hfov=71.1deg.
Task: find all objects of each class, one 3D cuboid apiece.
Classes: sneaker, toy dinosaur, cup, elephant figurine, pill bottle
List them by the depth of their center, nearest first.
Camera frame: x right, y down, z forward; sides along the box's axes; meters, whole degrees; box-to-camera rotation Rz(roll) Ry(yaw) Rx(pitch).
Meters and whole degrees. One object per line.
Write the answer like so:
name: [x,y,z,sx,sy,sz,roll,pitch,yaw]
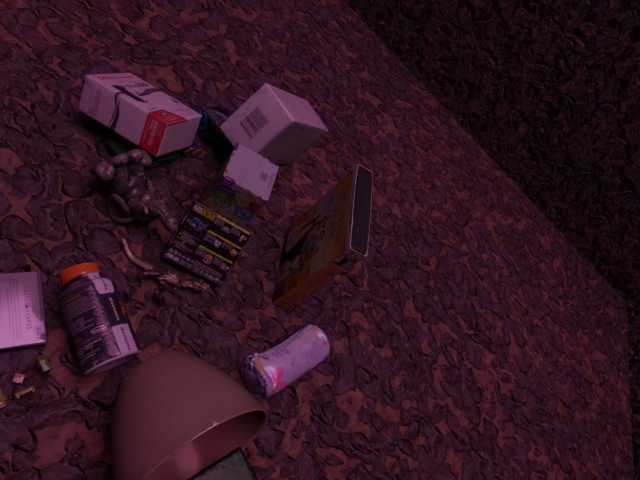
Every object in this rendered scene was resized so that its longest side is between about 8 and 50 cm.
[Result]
cup: [-0.317,0.387,0.991,0.331,0.331,0.237,-14,52,-42]
pill bottle: [-0.527,0.177,1.051,0.130,0.130,0.245,-16,75,-42]
toy dinosaur: [-0.439,0.099,1.217,0.268,0.064,0.118,32,33,-16]
elephant figurine: [-0.514,-0.118,1.238,0.169,0.186,0.239,-23,108,-10]
sneaker: [-0.289,-0.327,1.548,0.140,0.125,0.340,-31,87,-49]

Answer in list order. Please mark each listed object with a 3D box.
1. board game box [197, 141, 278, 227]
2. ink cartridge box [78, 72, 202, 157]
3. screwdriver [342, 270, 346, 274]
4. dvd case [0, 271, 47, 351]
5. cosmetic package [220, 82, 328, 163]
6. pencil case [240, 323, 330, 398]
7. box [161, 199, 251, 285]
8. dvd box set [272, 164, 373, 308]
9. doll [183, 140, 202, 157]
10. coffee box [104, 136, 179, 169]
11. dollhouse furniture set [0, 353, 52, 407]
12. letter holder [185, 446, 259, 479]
board game box: [-0.264,-0.136,1.342,0.142,0.275,0.144,28,50,-21]
ink cartridge box: [-0.526,-0.377,1.322,0.273,0.114,0.197,30,27,2]
screwdriver: [0.053,0.048,1.649,0.024,0.025,0.169,-12,73,-41]
dvd case: [-0.739,0.159,0.971,0.239,0.029,0.179,-1,65,-39]
cosmetic package: [-0.142,-0.382,1.535,0.156,0.217,0.385,55,21,4]
pencil case: [-0.097,0.343,1.291,0.273,0.113,0.124,-19,85,-43]
box: [-0.326,0.008,1.292,0.191,0.045,0.184,30,88,-21]
dvd box set: [0.000,0.000,1.362,0.062,0.420,0.307,26,52,-23]
doll: [-0.463,-0.368,1.485,0.189,0.046,0.129,61,24,12]
coffee box: [-0.543,-0.273,1.375,0.184,0.040,0.113,-32,84,-44]
dollhouse furniture set: [-0.650,0.298,0.934,0.152,0.058,0.076,-23,79,-43]
letter holder: [-0.283,0.610,0.939,0.302,0.214,0.152,-19,62,-38]
